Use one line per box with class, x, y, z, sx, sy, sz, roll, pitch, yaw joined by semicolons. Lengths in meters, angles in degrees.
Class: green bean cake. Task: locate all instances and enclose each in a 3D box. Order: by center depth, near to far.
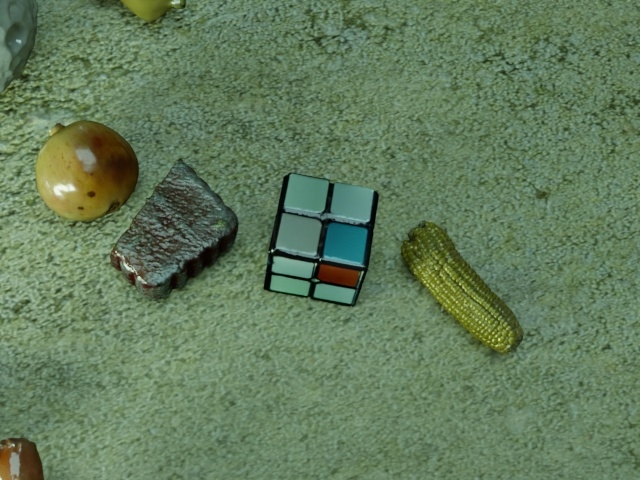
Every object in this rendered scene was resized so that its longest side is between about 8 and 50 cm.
green bean cake;-0.282;-0.016;1.928;0.198;0.097;0.233;42;66;12

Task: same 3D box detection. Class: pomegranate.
pomegranate;-0.429;-0.129;1.924;0.191;0.191;0.191;3;63;-6

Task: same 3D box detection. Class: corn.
corn;0.264;0.089;1.948;0.101;0.101;0.291;-38;77;-22

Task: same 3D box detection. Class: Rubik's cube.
Rubik's cube;0.000;0.001;1.909;0.180;0.183;0.167;12;64;-3

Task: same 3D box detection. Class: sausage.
sausage;-0.447;0.509;1.591;0.094;0.094;0.418;-2;79;-35

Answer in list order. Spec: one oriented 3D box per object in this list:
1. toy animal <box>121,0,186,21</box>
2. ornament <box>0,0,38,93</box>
toy animal;-0.391;-0.559;2.156;0.281;0.195;0.169;27;103;11
ornament;-0.698;-0.405;1.941;0.337;0.337;0.337;3;63;-6
